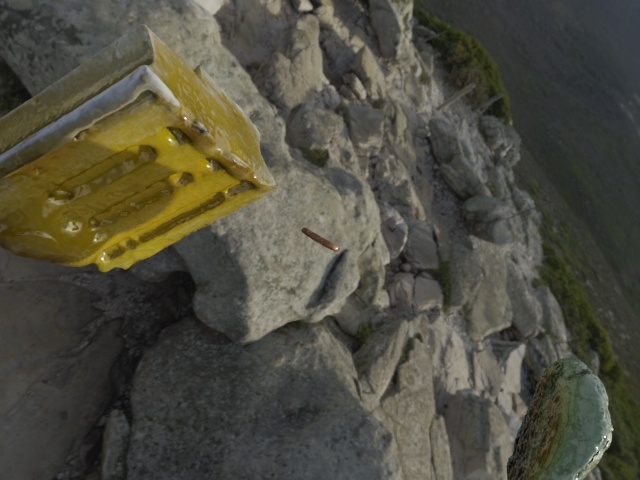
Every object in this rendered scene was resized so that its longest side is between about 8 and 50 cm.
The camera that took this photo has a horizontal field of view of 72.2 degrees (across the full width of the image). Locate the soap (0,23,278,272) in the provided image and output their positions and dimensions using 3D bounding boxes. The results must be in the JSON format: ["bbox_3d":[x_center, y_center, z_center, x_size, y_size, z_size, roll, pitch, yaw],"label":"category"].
[{"bbox_3d":[-0.230,-0.081,0.517,0.259,0.281,0.143,36,34,-67],"label":"soap"}]

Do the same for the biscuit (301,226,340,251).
[{"bbox_3d":[0.000,0.000,0.927,0.091,0.078,0.015,30,88,4],"label":"biscuit"}]

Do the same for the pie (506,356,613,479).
[{"bbox_3d":[0.278,0.255,0.535,0.240,0.054,0.240,-52,154,-39],"label":"pie"}]
